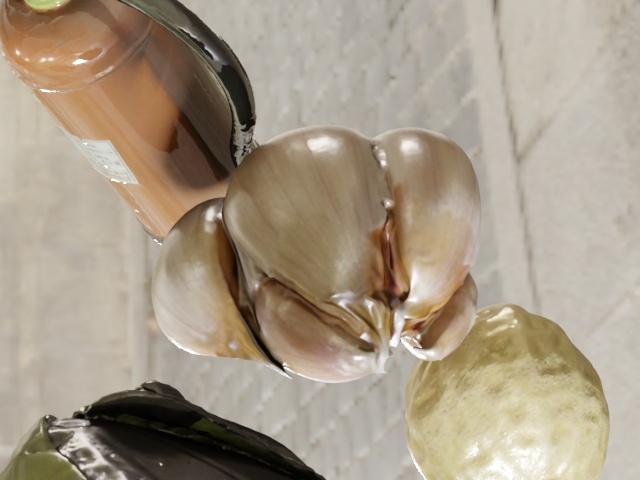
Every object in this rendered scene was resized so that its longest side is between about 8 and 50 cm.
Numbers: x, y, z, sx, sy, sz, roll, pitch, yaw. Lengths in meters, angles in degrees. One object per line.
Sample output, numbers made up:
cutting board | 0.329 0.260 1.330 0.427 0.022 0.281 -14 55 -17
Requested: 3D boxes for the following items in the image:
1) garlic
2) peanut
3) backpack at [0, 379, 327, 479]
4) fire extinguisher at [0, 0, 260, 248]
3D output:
garlic | 0.000 0.000 1.023 0.191 0.214 0.160 -106 22 -71
peanut | 0.133 0.129 1.092 0.159 0.140 0.109 52 -159 0
backpack | -0.040 0.171 0.773 0.207 0.253 0.140 39 100 31
fire extinguisher | -0.109 -0.110 1.087 0.376 0.200 0.113 55 -139 -53
